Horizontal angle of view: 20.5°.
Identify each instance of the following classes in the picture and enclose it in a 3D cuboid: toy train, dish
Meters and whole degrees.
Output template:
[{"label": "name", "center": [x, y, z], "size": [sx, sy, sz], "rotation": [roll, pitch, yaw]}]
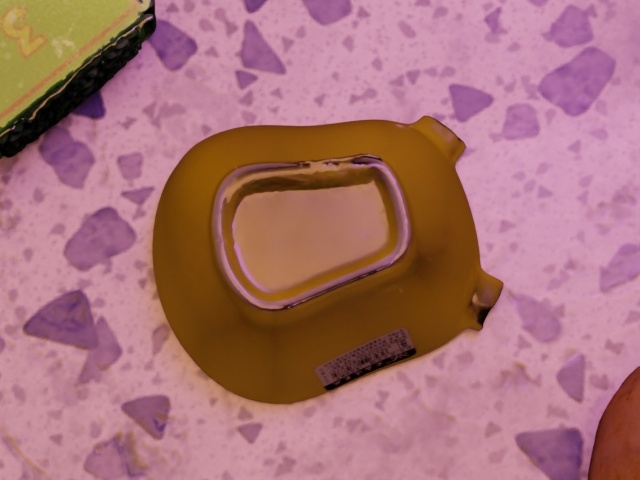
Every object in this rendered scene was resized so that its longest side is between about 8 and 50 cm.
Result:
[{"label": "toy train", "center": [-0.254, -0.171, 1.364], "size": [0.243, 0.132, 0.188], "rotation": [-39, 88, -6]}, {"label": "dish", "center": [0.000, 0.000, 1.330], "size": [0.262, 0.108, 0.221], "rotation": [-12, 79, -1]}]

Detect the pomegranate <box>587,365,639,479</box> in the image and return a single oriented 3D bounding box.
[{"label": "pomegranate", "center": [0.280, 0.176, 1.245], "size": [0.207, 0.207, 0.207], "rotation": [0, 79, 2]}]
